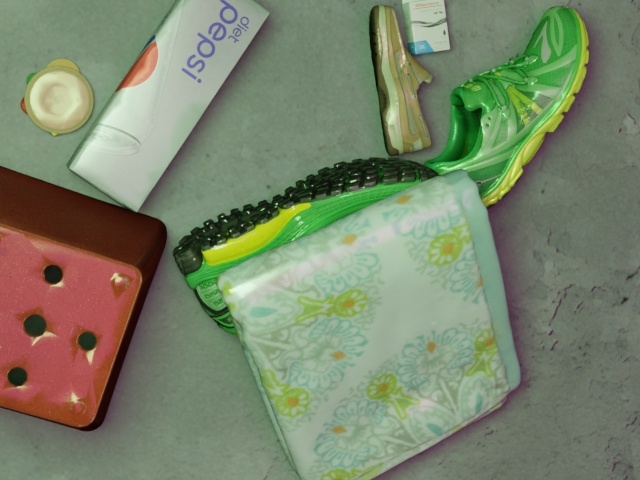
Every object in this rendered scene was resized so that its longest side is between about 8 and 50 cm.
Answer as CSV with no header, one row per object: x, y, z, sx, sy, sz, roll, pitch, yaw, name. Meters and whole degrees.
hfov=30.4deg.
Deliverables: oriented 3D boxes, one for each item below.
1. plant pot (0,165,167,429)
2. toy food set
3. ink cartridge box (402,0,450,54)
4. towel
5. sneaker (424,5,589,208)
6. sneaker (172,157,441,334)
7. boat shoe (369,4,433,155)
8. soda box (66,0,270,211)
-0.322,0.074,1.309,0.267,0.236,0.267,19,91,-16,plant pot
-0.312,-0.167,1.395,0.083,0.020,0.083,-36,104,-8,toy food set
0.133,-0.281,1.495,0.048,0.028,0.083,-11,99,-14,ink cartridge box
0.075,0.123,1.429,0.321,0.090,0.374,-26,127,-11,towel
0.237,-0.178,1.493,0.123,0.109,0.295,32,88,-20,sneaker
0.000,0.000,1.455,0.344,0.134,0.146,-23,109,-2,sneaker
0.105,-0.204,1.475,0.072,0.068,0.190,-9,108,1,boat shoe
-0.183,-0.178,1.391,0.098,0.091,0.286,35,87,-15,soda box
